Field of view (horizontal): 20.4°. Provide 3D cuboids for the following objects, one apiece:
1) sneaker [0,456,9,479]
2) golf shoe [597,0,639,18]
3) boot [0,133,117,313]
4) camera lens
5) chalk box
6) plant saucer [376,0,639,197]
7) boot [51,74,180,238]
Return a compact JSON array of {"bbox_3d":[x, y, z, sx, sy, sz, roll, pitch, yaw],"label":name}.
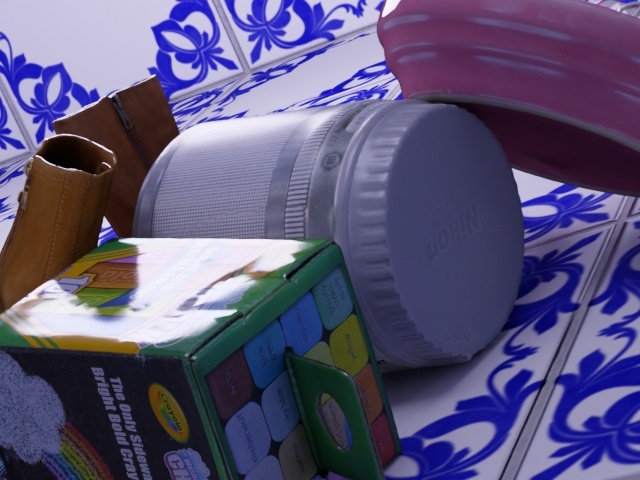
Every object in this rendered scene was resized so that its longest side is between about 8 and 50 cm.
[{"bbox_3d":[-0.264,0.174,1.483,0.110,0.122,0.283,-31,15,-26],"label":"sneaker"},{"bbox_3d":[0.331,-0.186,1.754,0.306,0.140,0.115,-13,-9,34],"label":"golf shoe"},{"bbox_3d":[-0.224,0.016,1.471,0.104,0.211,0.295,12,3,-16],"label":"boot"},{"bbox_3d":[0.000,0.000,1.456,0.274,0.219,0.219,-5,23,38],"label":"camera lens"},{"bbox_3d":[-0.071,0.112,1.239,0.289,0.180,0.179,2,27,37],"label":"chalk box"},{"bbox_3d":[0.199,-0.112,1.459,0.332,0.332,0.084,3,74,61],"label":"plant saucer"},{"bbox_3d":[-0.155,0.012,1.567,0.096,0.280,0.264,-14,17,37],"label":"boot"}]
